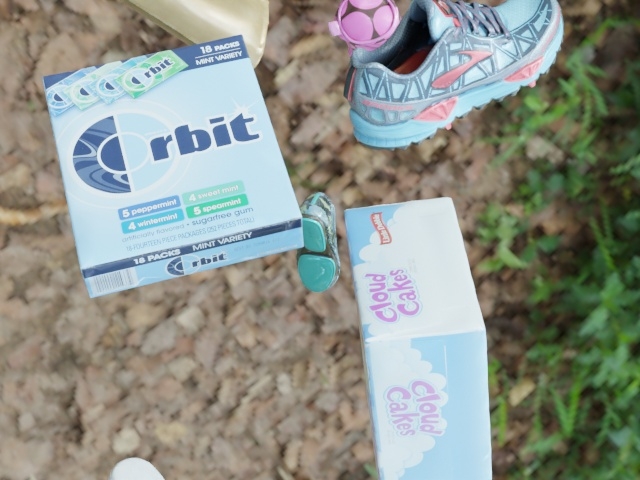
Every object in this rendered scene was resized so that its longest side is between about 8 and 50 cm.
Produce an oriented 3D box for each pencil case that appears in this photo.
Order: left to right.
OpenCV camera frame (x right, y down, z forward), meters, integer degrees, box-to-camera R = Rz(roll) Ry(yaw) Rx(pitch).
[{"bbox_3d":[0.072,-0.303,1.966,0.098,0.095,0.209,-28,170,5],"label":"pencil case"}]

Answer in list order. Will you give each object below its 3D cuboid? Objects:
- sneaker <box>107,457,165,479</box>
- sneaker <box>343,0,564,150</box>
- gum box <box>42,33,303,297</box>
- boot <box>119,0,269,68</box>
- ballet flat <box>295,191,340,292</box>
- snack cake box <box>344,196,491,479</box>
[{"bbox_3d":[-0.169,0.342,1.466,0.080,0.212,0.094,-14,147,-39],"label":"sneaker"},{"bbox_3d":[0.140,-0.197,1.366,0.262,0.104,0.125,-34,131,-17],"label":"sneaker"},{"bbox_3d":[-0.110,-0.059,0.987,0.157,0.184,0.041,-14,146,-7],"label":"gum box"},{"bbox_3d":[-0.182,-0.331,1.507,0.269,0.236,0.089,23,149,-32],"label":"boot"},{"bbox_3d":[0.000,0.000,1.894,0.070,0.070,0.188,-27,150,-17],"label":"ballet flat"},{"bbox_3d":[0.080,0.116,1.065,0.089,0.152,0.264,-7,129,2],"label":"snack cake box"}]
